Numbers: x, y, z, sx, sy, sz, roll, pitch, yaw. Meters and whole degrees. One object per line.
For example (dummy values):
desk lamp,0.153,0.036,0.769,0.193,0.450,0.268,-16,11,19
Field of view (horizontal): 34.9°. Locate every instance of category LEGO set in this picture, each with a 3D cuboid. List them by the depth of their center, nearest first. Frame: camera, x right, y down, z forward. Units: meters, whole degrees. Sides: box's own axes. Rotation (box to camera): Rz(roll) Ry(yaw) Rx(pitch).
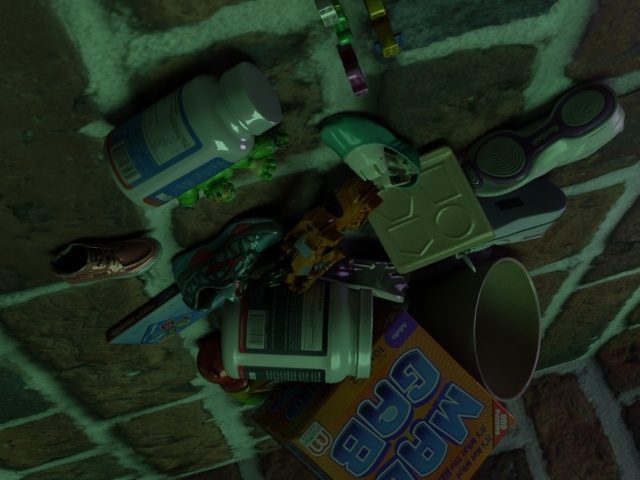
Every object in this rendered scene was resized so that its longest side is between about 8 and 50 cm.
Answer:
LEGO set,0.058,-0.254,1.277,0.087,0.093,0.227,-21,158,8

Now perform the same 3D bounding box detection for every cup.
cup,0.339,0.204,2.396,0.237,0.331,0.331,-1,172,37

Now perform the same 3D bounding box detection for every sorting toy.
sorting toy,0.182,-0.054,1.796,0.193,0.038,0.208,-22,114,21

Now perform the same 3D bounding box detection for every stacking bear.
stacking bear,-0.174,0.300,2.392,0.164,0.175,0.289,-34,145,20

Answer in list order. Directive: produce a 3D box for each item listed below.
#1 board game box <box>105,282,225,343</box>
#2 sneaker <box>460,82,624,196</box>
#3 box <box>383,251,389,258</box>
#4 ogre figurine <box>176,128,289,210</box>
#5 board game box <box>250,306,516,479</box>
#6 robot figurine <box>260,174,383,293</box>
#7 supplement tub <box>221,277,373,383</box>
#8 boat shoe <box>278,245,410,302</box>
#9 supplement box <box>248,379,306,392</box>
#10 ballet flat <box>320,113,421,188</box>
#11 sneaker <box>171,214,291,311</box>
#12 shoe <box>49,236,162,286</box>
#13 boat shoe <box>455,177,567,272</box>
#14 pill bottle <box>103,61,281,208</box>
board game box,-0.297,0.143,2.067,0.281,0.027,0.145,-33,153,34
sneaker,0.388,-0.151,1.760,0.305,0.114,0.152,-27,156,22
box,0.243,-0.012,2.119,0.201,0.021,0.164,-12,158,-15
ogre figurine,-0.148,-0.103,1.499,0.197,0.096,0.118,-10,-179,22
board game box,0.127,0.393,2.244,0.356,0.356,0.356,-48,-169,-14
robot figurine,0.000,0.000,1.769,0.211,0.085,0.291,-40,172,-27
supplement tub,-0.042,0.169,1.909,0.272,0.191,0.191,3,158,1
boat shoe,0.051,0.048,2.032,0.335,0.095,0.112,17,176,-41
supplement box,-0.073,0.190,2.125,0.129,0.194,0.191,-3,155,-34
ballet flat,0.092,-0.131,1.616,0.083,0.087,0.247,-29,156,27
sneaker,-0.145,0.047,1.813,0.262,0.125,0.104,-31,156,30
shoe,-0.356,0.031,1.691,0.178,0.063,0.081,-16,165,7
boat shoe,0.301,-0.021,1.975,0.367,0.136,0.156,-13,142,-30
pill bottle,-0.165,-0.141,1.338,0.222,0.124,0.124,-27,157,22
